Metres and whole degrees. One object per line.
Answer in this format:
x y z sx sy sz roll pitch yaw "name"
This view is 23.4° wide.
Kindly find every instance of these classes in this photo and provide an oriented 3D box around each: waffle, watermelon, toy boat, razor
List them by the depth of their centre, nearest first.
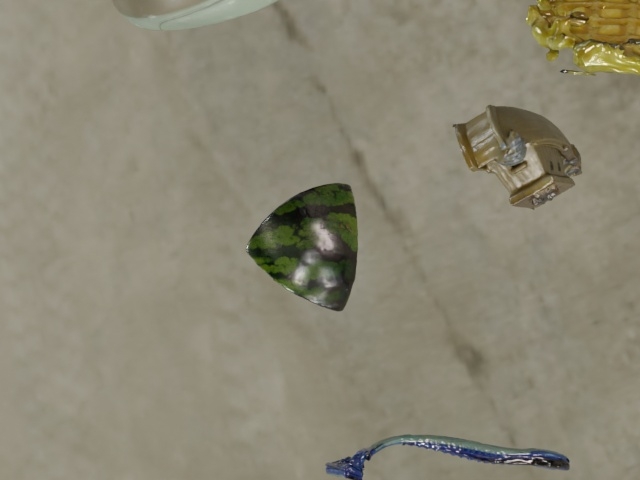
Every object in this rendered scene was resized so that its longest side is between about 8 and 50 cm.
0.000 0.000 1.694 0.125 0.135 0.094 32 173 7 "watermelon"
0.378 -0.243 1.714 0.262 0.281 0.060 37 137 43 "waffle"
0.270 -0.102 1.988 0.089 0.321 0.121 -32 74 21 "toy boat"
0.173 0.279 2.003 0.093 0.324 0.056 163 107 -75 "razor"

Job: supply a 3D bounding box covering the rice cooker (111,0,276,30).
-0.085 -0.244 1.196 0.206 0.145 0.127 -20 127 28 "rice cooker"
